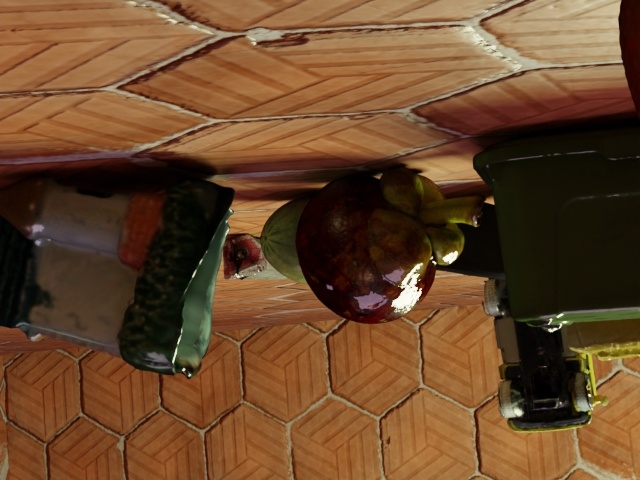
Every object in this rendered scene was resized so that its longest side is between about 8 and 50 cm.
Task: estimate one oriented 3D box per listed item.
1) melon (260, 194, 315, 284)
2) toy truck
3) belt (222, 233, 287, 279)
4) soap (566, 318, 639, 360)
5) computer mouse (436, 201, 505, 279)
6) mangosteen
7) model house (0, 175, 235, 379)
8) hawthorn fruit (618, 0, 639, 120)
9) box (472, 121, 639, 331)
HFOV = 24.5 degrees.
[{"bbox_3d":[0.000,0.000,1.540,0.130,0.098,0.098,-5,174,-29],"label":"melon"},{"bbox_3d":[0.287,0.099,1.886,0.124,0.272,0.157,-8,-178,23],"label":"toy truck"},{"bbox_3d":[-0.064,0.027,1.930,0.071,0.053,0.232,-7,174,24],"label":"belt"},{"bbox_3d":[0.420,0.021,1.603,0.315,0.199,0.091,-8,168,36],"label":"soap"},{"bbox_3d":[0.168,-0.001,1.675,0.264,0.088,0.147,3,178,42],"label":"computer mouse"},{"bbox_3d":[0.060,-0.009,1.415,0.145,0.156,0.181,25,130,-23],"label":"mangosteen"},{"bbox_3d":[-0.232,0.019,1.368,0.291,0.185,0.253,9,179,-1],"label":"model house"},{"bbox_3d":[0.222,-0.061,0.698,0.162,0.204,0.162,-6,170,-1],"label":"hawthorn fruit"},{"bbox_3d":[0.315,-0.010,1.324,0.328,0.178,0.253,-6,172,13],"label":"box"}]
